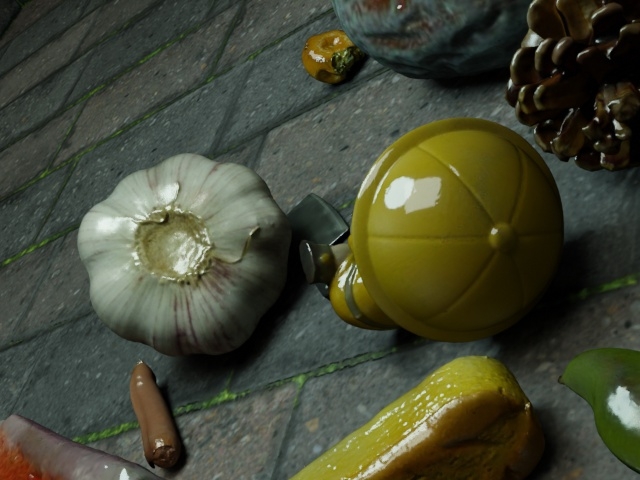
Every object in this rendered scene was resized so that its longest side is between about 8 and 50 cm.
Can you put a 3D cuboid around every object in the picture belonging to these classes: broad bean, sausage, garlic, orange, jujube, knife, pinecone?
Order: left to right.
[{"bbox_3d":[-0.189,0.198,1.236,0.040,0.047,0.177,-31,29,-3],"label":"sausage"},{"bbox_3d":[-0.150,0.019,1.304,0.245,0.245,0.253,-48,-8,-1],"label":"garlic"},{"bbox_3d":[0.000,0.000,1.261,0.072,0.019,0.245,-43,26,5],"label":"knife"},{"bbox_3d":[0.015,-0.253,1.513,0.086,0.062,0.086,-1,51,1],"label":"orange"},{"bbox_3d":[0.157,-0.305,1.224,0.308,0.215,0.246,-15,42,43],"label":"jujube"},{"bbox_3d":[0.252,-0.149,0.966,0.179,0.150,0.195,-30,35,18],"label":"pinecone"},{"bbox_3d":[0.260,0.134,0.692,0.325,0.067,0.075,23,103,58],"label":"broad bean"}]

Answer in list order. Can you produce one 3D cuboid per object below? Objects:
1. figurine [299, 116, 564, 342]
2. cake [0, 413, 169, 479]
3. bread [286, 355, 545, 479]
[{"bbox_3d":[0.101,0.011,0.962,0.257,0.192,0.167,134,135,-57],"label":"figurine"},{"bbox_3d":[-0.202,0.307,0.932,0.309,0.230,0.237,1,52,56],"label":"cake"},{"bbox_3d":[0.061,0.188,0.849,0.245,0.102,0.094,-38,27,13],"label":"bread"}]
